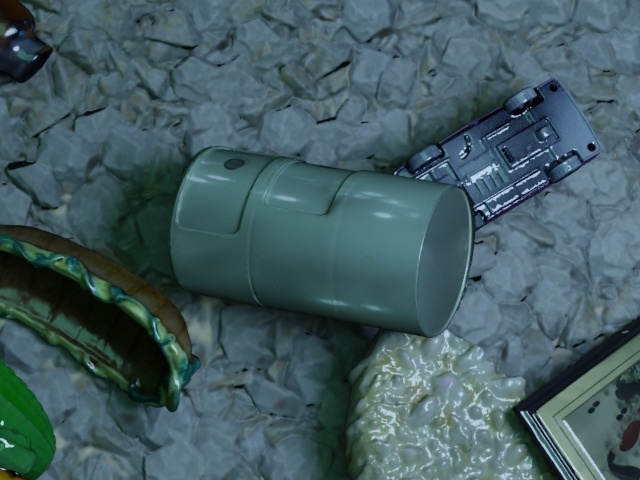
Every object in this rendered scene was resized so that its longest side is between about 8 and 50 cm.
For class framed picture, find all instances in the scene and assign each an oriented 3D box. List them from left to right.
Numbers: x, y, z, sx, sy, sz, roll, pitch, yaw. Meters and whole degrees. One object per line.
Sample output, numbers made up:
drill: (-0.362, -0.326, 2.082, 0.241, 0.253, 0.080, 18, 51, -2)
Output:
framed picture: (0.274, 0.179, 1.590, 0.195, 0.010, 0.199, -31, 84, -38)

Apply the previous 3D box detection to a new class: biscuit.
biscuit: (0.116, 0.197, 1.574, 0.179, 0.084, 0.281, -43, 92, -17)

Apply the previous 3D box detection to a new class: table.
table: (0.000, 0.000, 1.540, 0.220, 0.126, 0.126, 11, 77, 23)

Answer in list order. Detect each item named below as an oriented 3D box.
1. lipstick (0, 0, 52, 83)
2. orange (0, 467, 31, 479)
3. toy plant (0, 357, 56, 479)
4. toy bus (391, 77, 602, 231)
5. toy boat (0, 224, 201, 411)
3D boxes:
lipstick: (-0.399, -0.282, 1.620, 0.418, 0.077, 0.077, 40, 78, 2)
orange: (-0.296, 0.323, 1.426, 0.274, 0.274, 0.310, 18, 118, -2)
toy plant: (-0.308, 0.105, 1.516, 0.240, 0.154, 0.088, 43, 88, -6)
toy bus: (0.143, -0.057, 1.626, 0.178, 0.098, 0.087, -30, 85, -14)
toy boat: (-0.232, 0.044, 1.564, 0.293, 0.108, 0.099, 24, 50, -1)
